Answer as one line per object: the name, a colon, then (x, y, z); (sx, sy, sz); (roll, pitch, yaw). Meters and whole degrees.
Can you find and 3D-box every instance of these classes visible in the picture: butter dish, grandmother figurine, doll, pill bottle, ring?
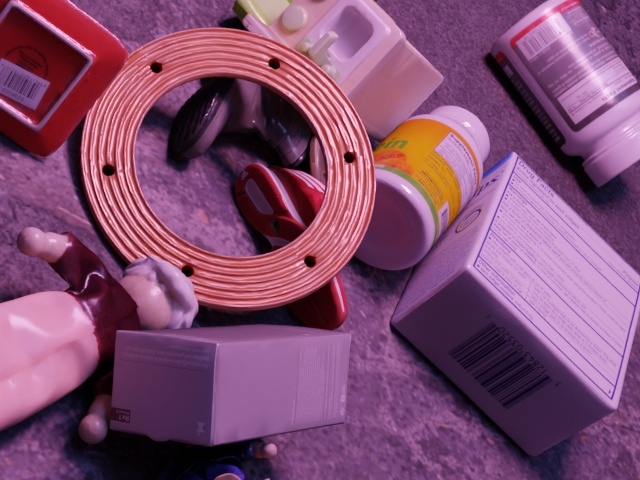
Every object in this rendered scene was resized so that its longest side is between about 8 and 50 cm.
butter dish: (-0.305, -0.199, 1.483); (0.160, 0.160, 0.118); (35, 16, -21)
grandmother figurine: (-0.238, 0.086, 1.338); (0.342, 0.104, 0.208); (-20, 103, -55)
doll: (-0.102, 0.217, 1.336); (0.189, 0.129, 0.046); (-132, -160, -79)
pill bottle: (0.125, -0.078, 1.806); (0.136, 0.136, 0.245); (48, 41, -4)
ring: (-0.100, -0.080, 1.570); (0.336, 0.032, 0.336); (7, 68, -17)
pill bottle: (0.413, -0.237, 2.243); (0.283, 0.161, 0.161); (55, 36, 4)

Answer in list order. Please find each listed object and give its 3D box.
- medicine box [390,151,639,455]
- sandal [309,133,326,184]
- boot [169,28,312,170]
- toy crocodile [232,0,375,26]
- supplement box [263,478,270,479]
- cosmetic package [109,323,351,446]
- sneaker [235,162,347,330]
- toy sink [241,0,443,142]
medicine box: (0.263, 0.077, 1.826); (0.263, 0.149, 0.289); (43, 37, -10)
sandal: (0.030, -0.111, 1.796); (0.180, 0.049, 0.072); (-37, 121, -60)
boot: (-0.077, -0.143, 1.716); (0.161, 0.083, 0.246); (45, 38, -18)
toy crocodile: (0.002, -0.334, 1.934); (0.340, 0.105, 0.115); (-24, 78, -52)
supplement box: (-0.031, 0.348, 1.343); (0.080, 0.078, 0.233); (-23, 78, -53)
cosmetic package: (-0.083, 0.136, 1.375); (0.238, 0.127, 0.107); (8, 87, -60)
sneaker: (0.000, 0.000, 1.667); (0.128, 0.087, 0.221); (-8, 67, -48)
toy sink: (0.034, -0.243, 1.783); (0.153, 0.131, 0.234); (49, 11, 25)
